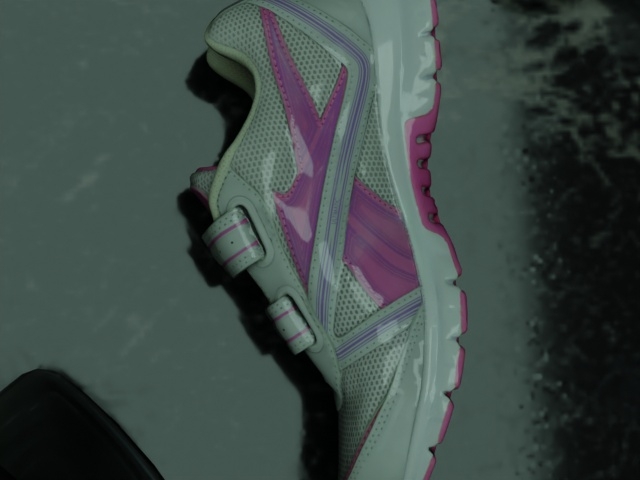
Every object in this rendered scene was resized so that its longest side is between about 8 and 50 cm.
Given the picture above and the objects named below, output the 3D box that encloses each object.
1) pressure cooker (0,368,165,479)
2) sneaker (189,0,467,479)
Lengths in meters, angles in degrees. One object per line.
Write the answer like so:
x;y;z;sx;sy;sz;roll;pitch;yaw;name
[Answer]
-0.248;0.209;0.572;0.370;0.420;0.375;-6;69;17;pressure cooker
0.000;0.000;0.771;0.111;0.103;0.252;-4;80;-4;sneaker
